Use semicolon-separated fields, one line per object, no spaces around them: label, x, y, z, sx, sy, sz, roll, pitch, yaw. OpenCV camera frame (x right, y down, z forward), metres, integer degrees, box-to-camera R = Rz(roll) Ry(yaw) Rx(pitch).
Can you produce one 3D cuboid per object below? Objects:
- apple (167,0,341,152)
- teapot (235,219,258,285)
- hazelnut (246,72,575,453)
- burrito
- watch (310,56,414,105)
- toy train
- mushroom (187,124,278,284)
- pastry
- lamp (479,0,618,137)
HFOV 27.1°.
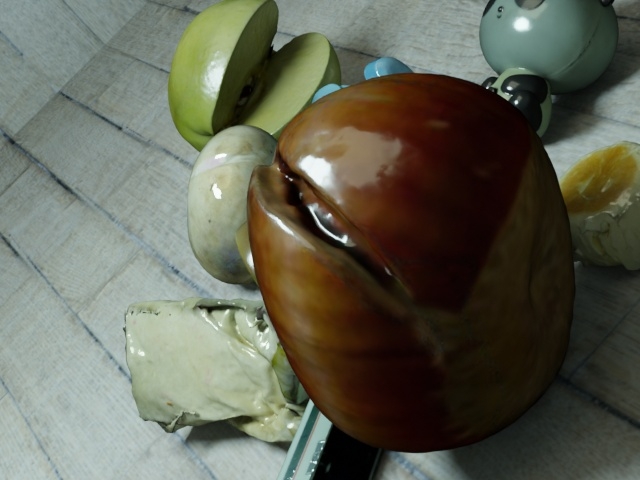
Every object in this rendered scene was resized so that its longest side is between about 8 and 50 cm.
apple;-0.113;-0.255;2.205;0.292;0.292;0.254;-5;52;50
teapot;0.000;0.000;1.783;0.175;0.185;0.268;-34;62;8
hazelnut;0.089;0.028;1.388;0.359;0.409;0.359;-17;33;11
burrito;-0.109;0.165;1.736;0.332;0.135;0.190;-4;90;45
watch;0.063;-0.141;1.947;0.193;0.211;0.211;-31;26;52
toy train;0.044;0.176;1.603;0.088;0.086;0.407;-23;33;44
mushroom;-0.115;-0.059;2.021;0.184;0.255;0.255;6;45;12
pastry;0.337;-0.038;1.517;0.166;0.088;0.166;-33;31;23
lamp;0.293;-0.254;1.791;0.197;0.197;0.244;7;64;56
